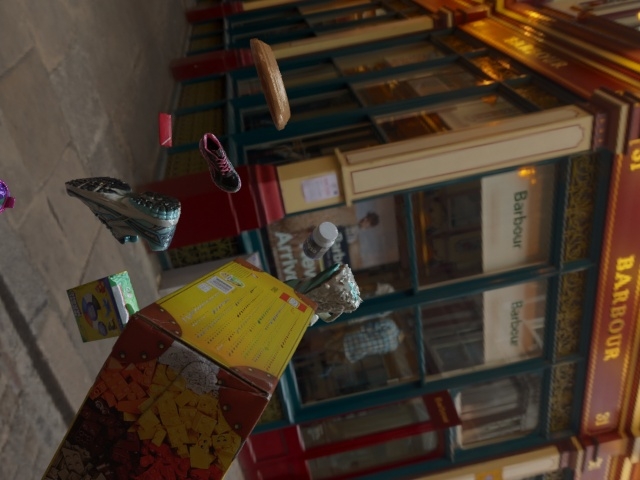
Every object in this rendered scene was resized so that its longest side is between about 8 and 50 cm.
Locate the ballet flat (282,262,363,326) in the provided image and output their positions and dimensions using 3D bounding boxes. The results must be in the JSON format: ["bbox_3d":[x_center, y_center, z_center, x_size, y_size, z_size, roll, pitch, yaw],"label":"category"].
[{"bbox_3d":[-0.034,0.171,1.556,0.409,0.146,0.147,-24,-105,56],"label":"ballet flat"}]

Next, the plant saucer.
[{"bbox_3d":[-0.106,-0.341,1.279,0.200,0.037,0.200,161,-90,-85],"label":"plant saucer"}]

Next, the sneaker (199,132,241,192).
[{"bbox_3d":[-0.180,-0.141,1.048,0.119,0.047,0.057,59,-17,4],"label":"sneaker"}]

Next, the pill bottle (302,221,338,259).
[{"bbox_3d":[0.000,0.000,1.891,0.137,0.078,0.078,129,-45,-54],"label":"pill bottle"}]

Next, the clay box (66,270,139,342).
[{"bbox_3d":[-0.477,0.149,1.275,0.053,0.222,0.128,-19,92,-50],"label":"clay box"}]

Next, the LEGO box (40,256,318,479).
[{"bbox_3d":[-0.199,0.259,0.928,0.373,0.193,0.500,-60,178,9],"label":"LEGO box"}]

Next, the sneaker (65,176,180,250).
[{"bbox_3d":[-0.435,-0.055,1.258,0.110,0.282,0.122,-28,134,-62],"label":"sneaker"}]

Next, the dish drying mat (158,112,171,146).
[{"bbox_3d":[-0.383,-0.273,1.451,0.008,0.032,0.083,-15,-105,53],"label":"dish drying mat"}]

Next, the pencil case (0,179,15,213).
[{"bbox_3d":[-0.750,-0.081,1.269,0.236,0.104,0.105,-3,-80,45],"label":"pencil case"}]
